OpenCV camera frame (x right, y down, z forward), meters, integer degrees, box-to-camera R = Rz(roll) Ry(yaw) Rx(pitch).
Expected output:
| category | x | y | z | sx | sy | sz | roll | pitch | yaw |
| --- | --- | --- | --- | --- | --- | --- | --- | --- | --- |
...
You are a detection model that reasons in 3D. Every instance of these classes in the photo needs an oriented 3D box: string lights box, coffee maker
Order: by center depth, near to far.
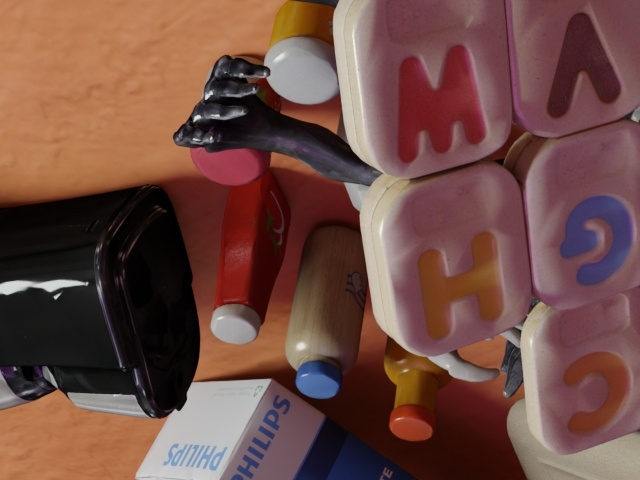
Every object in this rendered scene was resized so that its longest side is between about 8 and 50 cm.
| category | x | y | z | sx | sy | sz | roll | pitch | yaw |
| --- | --- | --- | --- | --- | --- | --- | --- | --- | --- |
| coffee maker | -0.172 | 0.025 | 0.737 | 0.178 | 0.120 | 0.171 | -7 | 138 | 18 |
| string lights box | 0.023 | 0.189 | 0.872 | 0.260 | 0.076 | 0.133 | 37 | 158 | -20 |

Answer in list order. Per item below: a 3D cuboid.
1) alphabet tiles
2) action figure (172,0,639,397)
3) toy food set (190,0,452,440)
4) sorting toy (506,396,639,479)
| category | x | y | z | sx | sy | sz | roll | pitch | yaw |
| --- | --- | --- | --- | --- | --- | --- | --- | --- | --- |
| alphabet tiles | 0.145 | -0.057 | 0.505 | 0.284 | 0.021 | 0.278 | -16 | 115 | -17 |
| action figure | 0.079 | -0.022 | 0.581 | 0.276 | 0.164 | 0.141 | 27 | -177 | -26 |
| toy food set | 0.000 | 0.000 | 0.682 | 0.111 | 0.104 | 0.232 | -4 | 139 | 16 |
| sorting toy | 0.208 | 0.189 | 0.819 | 0.348 | 0.047 | 0.196 | 14 | 130 | 53 |
